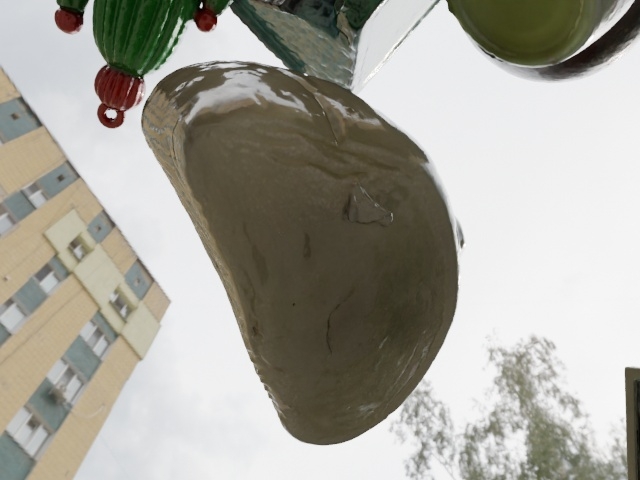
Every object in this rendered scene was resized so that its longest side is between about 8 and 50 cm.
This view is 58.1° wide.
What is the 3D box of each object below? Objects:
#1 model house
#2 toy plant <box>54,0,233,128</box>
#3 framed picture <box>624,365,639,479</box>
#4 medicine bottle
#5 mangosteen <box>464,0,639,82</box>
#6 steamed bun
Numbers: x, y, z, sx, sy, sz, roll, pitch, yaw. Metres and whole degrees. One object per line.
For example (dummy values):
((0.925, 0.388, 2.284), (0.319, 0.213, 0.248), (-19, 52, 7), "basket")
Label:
((0.027, -0.368, 0.703), (0.249, 0.230, 0.280), (40, -98, 4), "model house")
((-0.196, -0.249, 0.602), (0.240, 0.088, 0.154), (-40, -74, 14), "toy plant")
((0.576, 0.306, 0.787), (0.020, 0.324, 0.240), (7, -98, -31), "framed picture")
((0.191, -0.234, 0.458), (0.143, 0.147, 0.147), (-44, -71, -19), "medicine bottle")
((0.255, -0.281, 0.641), (0.235, 0.261, 0.235), (24, -42, 23), "mangosteen")
((0.002, -0.005, 0.577), (0.236, 0.247, 0.383), (-26, -60, -11), "steamed bun")
